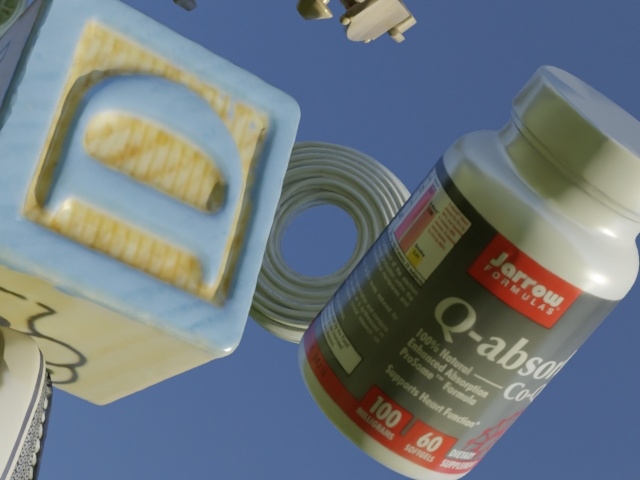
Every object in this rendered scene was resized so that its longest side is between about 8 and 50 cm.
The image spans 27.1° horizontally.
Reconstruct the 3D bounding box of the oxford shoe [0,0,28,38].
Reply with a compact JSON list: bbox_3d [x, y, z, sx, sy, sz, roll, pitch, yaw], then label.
[{"bbox_3d":[-0.427,-0.392,1.398,0.130,0.169,0.449,132,-64,-75],"label":"oxford shoe"}]

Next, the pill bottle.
[{"bbox_3d":[0.158,0.031,1.226,0.210,0.210,0.363,43,-68,15],"label":"pill bottle"}]

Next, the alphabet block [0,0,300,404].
[{"bbox_3d":[-0.155,-0.022,0.877,0.192,0.193,0.197,29,-29,-24],"label":"alphabet block"}]

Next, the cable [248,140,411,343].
[{"bbox_3d":[0.000,0.000,1.654,0.257,0.089,0.257,-8,-105,3],"label":"cable"}]

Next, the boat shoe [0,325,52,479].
[{"bbox_3d":[-0.209,0.232,0.844,0.127,0.158,0.341,21,-92,59],"label":"boat shoe"}]

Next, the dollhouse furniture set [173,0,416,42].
[{"bbox_3d":[-0.072,-0.329,1.435,0.173,0.355,0.303,-35,-99,10],"label":"dollhouse furniture set"}]
